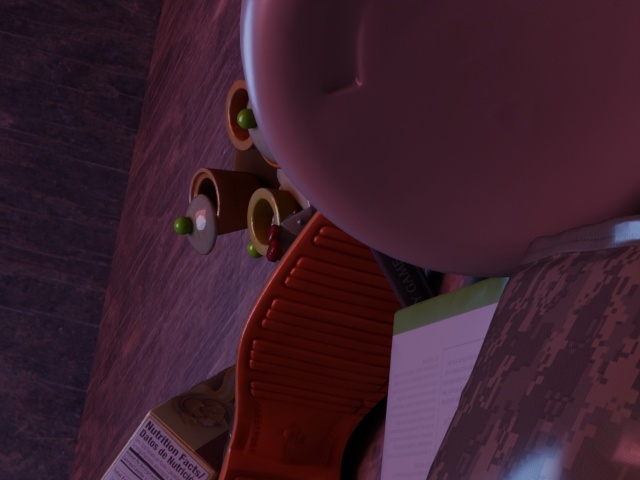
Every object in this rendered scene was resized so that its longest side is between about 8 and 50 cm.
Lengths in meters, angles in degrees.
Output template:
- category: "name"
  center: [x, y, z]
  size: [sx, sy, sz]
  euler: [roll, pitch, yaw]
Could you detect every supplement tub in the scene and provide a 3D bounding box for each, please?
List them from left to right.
- category: "supplement tub"
  center: [0.090, -0.146, 0.924]
  size: [0.325, 0.235, 0.235]
  euler: [-77, 7, -65]

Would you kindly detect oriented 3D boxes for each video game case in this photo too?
- category: "video game case"
  center: [0.035, -0.013, 1.116]
  size: [0.274, 0.026, 0.196]
  euler: [62, -178, -19]

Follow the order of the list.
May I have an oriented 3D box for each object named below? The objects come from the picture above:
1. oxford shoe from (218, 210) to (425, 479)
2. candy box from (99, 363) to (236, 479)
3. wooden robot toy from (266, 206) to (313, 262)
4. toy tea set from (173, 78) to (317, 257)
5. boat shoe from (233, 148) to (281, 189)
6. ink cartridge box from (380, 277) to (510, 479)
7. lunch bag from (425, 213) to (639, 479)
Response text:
- category: "oxford shoe"
  center: [-0.010, 0.095, 1.387]
  size: [0.133, 0.130, 0.363]
  euler: [-87, 17, -61]
- category: "candy box"
  center: [-0.165, 0.269, 1.587]
  size: [0.316, 0.087, 0.183]
  euler: [-54, -12, 22]
- category: "wooden robot toy"
  center: [0.000, 0.000, 1.571]
  size: [0.079, 0.076, 0.173]
  euler: [-56, 21, 26]
- category: "toy tea set"
  center: [-0.071, -0.089, 1.709]
  size: [0.200, 0.124, 0.336]
  euler: [62, 143, 35]
- category: "boat shoe"
  center: [-0.026, -0.125, 1.827]
  size: [0.073, 0.073, 0.207]
  euler: [-29, -21, -45]
- category: "ink cartridge box"
  center: [0.100, 0.157, 0.927]
  size: [0.189, 0.097, 0.255]
  euler: [151, 125, -72]
- category: "lunch bag"
  center: [0.123, 0.121, 0.671]
  size: [0.235, 0.169, 0.287]
  euler: [-67, 17, -6]
